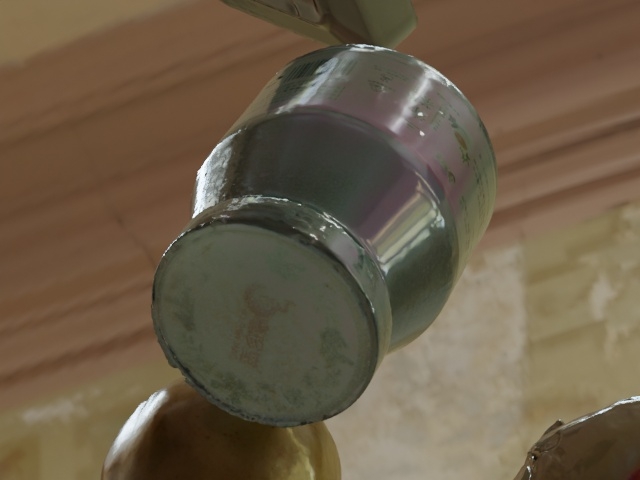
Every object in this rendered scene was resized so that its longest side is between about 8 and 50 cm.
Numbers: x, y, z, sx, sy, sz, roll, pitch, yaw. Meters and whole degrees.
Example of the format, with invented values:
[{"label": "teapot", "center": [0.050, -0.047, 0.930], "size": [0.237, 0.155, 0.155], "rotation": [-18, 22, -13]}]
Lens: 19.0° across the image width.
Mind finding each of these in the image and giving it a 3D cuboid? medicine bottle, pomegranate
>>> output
[{"label": "medicine bottle", "center": [0.000, 0.000, 1.619], "size": [0.245, 0.245, 0.290], "rotation": [-1, -150, 23]}, {"label": "pomegranate", "center": [-0.087, 0.222, 1.694], "size": [0.233, 0.233, 0.233], "rotation": [-12, -136, 12]}]

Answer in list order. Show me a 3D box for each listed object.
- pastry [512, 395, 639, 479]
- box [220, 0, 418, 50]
[{"label": "pastry", "center": [0.241, 0.233, 1.382], "size": [0.264, 0.133, 0.265], "rotation": [3, -103, -12]}, {"label": "box", "center": [-0.076, -0.388, 2.136], "size": [0.090, 0.367, 0.373], "rotation": [-40, -142, -17]}]
